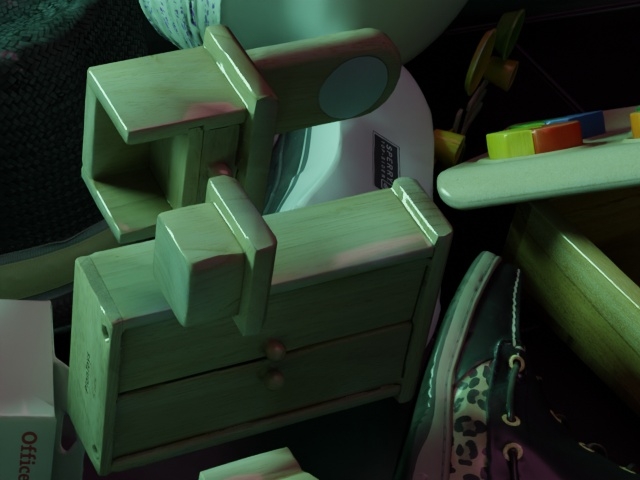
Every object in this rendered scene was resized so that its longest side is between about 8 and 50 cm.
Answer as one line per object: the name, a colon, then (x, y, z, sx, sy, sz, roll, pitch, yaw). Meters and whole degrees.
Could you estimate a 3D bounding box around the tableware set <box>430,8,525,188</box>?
tableware set: (0.104, -0.088, 1.188, 0.024, 0.104, 0.154, 23, 40, 11)

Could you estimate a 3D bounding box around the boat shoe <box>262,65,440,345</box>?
boat shoe: (0.000, 0.000, 1.053, 0.108, 0.102, 0.301, 33, 35, -21)

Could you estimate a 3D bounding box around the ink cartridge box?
ink cartridge box: (-0.190, 0.090, 0.894, 0.143, 0.092, 0.090, 3, 39, -13)

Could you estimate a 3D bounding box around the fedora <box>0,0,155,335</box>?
fedora: (-0.206, -0.084, 1.048, 0.334, 0.152, 0.334, 8, 36, -6)

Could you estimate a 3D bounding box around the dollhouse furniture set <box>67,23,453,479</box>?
dollhouse furniture set: (0.040, 0.127, 0.731, 0.174, 0.303, 0.355, -14, 46, -24)

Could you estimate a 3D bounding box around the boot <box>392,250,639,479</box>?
boot: (0.134, 0.119, 0.956, 0.179, 0.085, 0.236, 17, 45, 2)

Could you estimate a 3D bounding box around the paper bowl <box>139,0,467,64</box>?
paper bowl: (0.019, -0.223, 1.185, 0.148, 0.284, 0.284, 36, 44, 25)

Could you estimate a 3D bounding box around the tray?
tray: (0.339, 0.009, 1.157, 0.411, 0.076, 0.203, -17, 47, -31)

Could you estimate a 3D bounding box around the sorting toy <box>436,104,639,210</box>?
sorting toy: (0.184, -0.067, 1.123, 0.193, 0.038, 0.208, -8, 10, 17)
